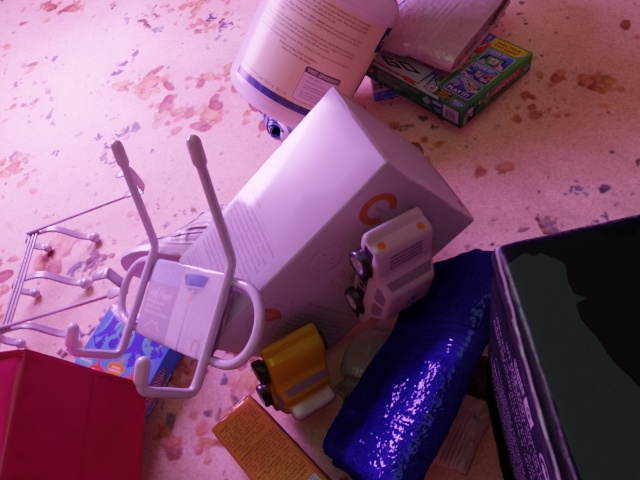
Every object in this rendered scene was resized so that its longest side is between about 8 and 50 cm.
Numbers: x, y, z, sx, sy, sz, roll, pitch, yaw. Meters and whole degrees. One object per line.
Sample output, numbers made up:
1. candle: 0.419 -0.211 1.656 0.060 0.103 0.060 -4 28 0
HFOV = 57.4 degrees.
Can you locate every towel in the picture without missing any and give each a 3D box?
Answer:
1. towel: 0.115 0.153 0.720 0.076 0.227 0.308 33 71 -3
2. towel: 0.250 -0.448 1.169 0.187 0.049 0.282 28 64 27

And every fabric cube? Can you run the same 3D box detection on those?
1. fabric cube: -0.410 0.307 0.764 0.254 0.259 0.258 -11 64 17

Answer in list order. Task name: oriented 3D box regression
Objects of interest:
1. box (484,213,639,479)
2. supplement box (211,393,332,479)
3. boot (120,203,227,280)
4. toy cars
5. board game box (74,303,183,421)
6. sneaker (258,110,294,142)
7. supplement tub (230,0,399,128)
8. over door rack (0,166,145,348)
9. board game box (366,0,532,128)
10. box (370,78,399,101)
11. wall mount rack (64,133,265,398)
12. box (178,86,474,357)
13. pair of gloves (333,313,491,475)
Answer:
1. box: 0.410 0.170 0.487 0.480 0.471 0.297 -13 60 8
2. supplement box: -0.044 0.316 0.790 0.233 0.078 0.080 35 72 32
3. boot: -0.227 0.002 1.069 0.258 0.095 0.123 -3 46 9
4. toy cars: 0.034 0.124 0.756 0.393 0.176 0.087 -50 61 26
5. board game box: -0.332 0.223 0.963 0.160 0.047 0.210 13 63 25
6. sneaker: -0.096 -0.251 1.213 0.059 0.053 0.144 -42 54 -11
7. supplement tub: -0.003 -0.390 1.081 0.235 0.235 0.324 54 124 37
8. over door rack: -0.437 0.046 1.063 0.324 0.108 0.239 -25 49 26
9. board game box: 0.224 -0.367 1.172 0.213 0.046 0.317 -41 59 -18
10. box: 0.144 -0.340 1.215 0.081 0.028 0.136 -10 56 9
11. wall mount rack: -0.212 0.029 0.766 0.350 0.130 0.304 8 81 45
12. box: 0.000 0.000 0.826 0.345 0.215 0.168 -45 50 20
13. pair of gloves: 0.149 0.187 0.841 0.240 0.042 0.204 27 68 31
